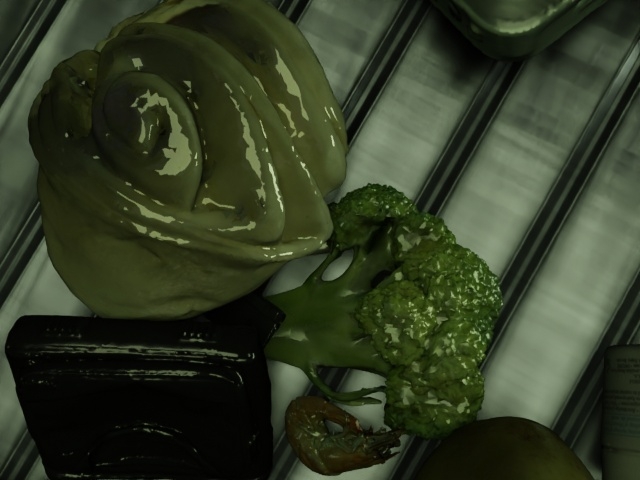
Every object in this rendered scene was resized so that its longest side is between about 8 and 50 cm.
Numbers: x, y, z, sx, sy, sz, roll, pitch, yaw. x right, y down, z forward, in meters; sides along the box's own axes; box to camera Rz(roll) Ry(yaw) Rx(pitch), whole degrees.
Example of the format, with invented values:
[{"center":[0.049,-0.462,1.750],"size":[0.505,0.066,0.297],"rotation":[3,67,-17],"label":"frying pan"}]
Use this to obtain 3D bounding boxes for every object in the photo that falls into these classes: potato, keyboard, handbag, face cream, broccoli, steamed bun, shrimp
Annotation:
[{"center":[0.179,0.334,0.919],"size":[0.221,0.243,0.326],"rotation":[7,80,0],"label":"potato"},{"center":[-0.115,0.061,1.085],"size":[0.195,0.018,0.060],"rotation":[34,95,40],"label":"keyboard"},{"center":[-0.189,0.185,1.032],"size":[0.275,0.244,0.088],"rotation":[0,42,1],"label":"handbag"},{"center":[0.390,0.188,1.015],"size":[0.177,0.177,0.152],"rotation":[4,82,3],"label":"face cream"},{"center":[0.054,0.066,1.042],"size":[0.302,0.186,0.254],"rotation":[20,92,0],"label":"broccoli"},{"center":[-0.158,-0.110,1.013],"size":[0.352,0.247,0.339],"rotation":[-26,61,13],"label":"steamed bun"},{"center":[0.024,0.212,1.050],"size":[0.041,0.180,0.099],"rotation":[-25,97,-42],"label":"shrimp"}]

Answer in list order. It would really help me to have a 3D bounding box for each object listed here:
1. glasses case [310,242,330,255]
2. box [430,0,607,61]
[{"center":[0.000,0.000,1.134],"size":[0.083,0.021,0.032],"rotation":[-8,85,1],"label":"glasses case"},{"center":[0.234,-0.449,1.104],"size":[0.397,0.111,0.396],"rotation":[-39,71,-3],"label":"box"}]
